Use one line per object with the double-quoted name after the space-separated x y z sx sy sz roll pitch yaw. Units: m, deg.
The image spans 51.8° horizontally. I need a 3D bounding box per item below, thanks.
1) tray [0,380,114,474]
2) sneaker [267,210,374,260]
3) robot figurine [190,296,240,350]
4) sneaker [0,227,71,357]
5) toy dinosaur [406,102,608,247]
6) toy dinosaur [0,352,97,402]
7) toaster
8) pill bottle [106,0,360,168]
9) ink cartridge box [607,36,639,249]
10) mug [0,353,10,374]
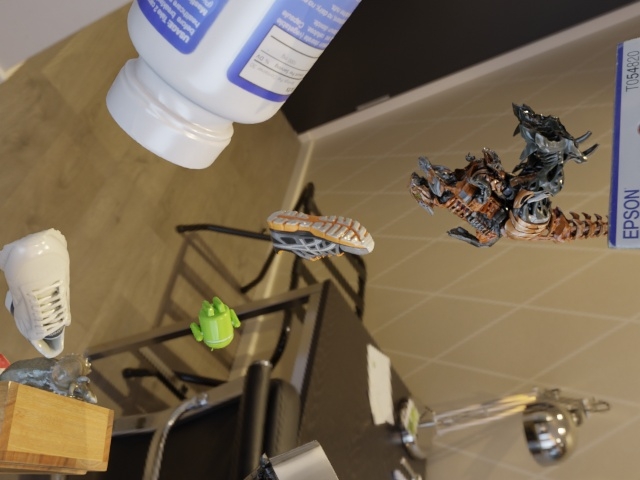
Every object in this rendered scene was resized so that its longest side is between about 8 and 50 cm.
-0.453 0.199 0.676 0.203 0.411 0.076 67 21 -67 "tray"
0.000 0.000 1.268 0.084 0.215 0.083 -42 139 -56 "sneaker"
-0.223 0.181 1.410 0.101 0.067 0.115 -20 119 -26 "robot figurine"
-0.364 0.071 0.872 0.090 0.235 0.094 -19 67 -28 "sneaker"
0.304 -0.078 0.998 0.164 0.322 0.218 -112 -146 -58 "toy dinosaur"
-0.594 0.292 1.405 0.160 0.314 0.121 76 19 -55 "toy dinosaur"
-0.040 0.426 1.058 0.110 0.185 0.168 -16 66 -32 "toaster"
-0.066 -0.198 0.558 0.152 0.272 0.152 34 23 -17 "pill bottle"
0.318 -0.077 0.442 0.045 0.224 0.223 51 46 -40 "ink cartridge box"
-0.777 0.333 1.467 0.169 0.150 0.113 -27 132 -62 "mug"
